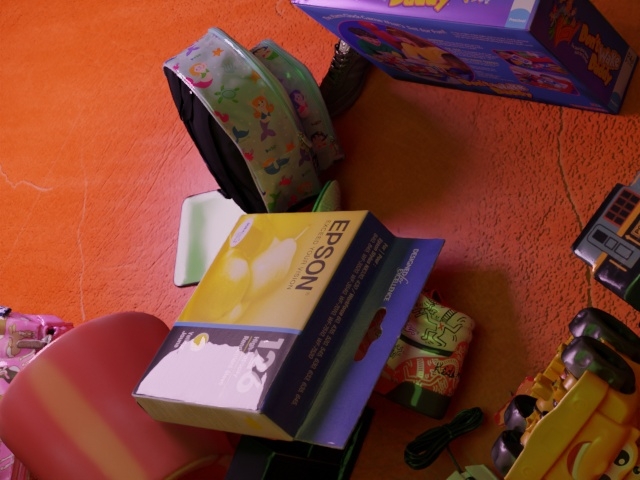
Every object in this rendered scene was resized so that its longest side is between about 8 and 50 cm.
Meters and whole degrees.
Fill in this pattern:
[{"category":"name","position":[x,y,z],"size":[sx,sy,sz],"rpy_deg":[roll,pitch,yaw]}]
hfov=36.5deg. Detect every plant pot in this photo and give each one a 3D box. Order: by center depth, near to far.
[{"category":"plant pot","position":[-0.253,0.271,1.304],"size":[0.243,0.275,0.275],"rpy_deg":[44,103,30]}]

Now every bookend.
[{"category":"bookend","position":[-0.030,0.256,1.181],"size":[0.072,0.156,0.157],"rpy_deg":[18,85,42]}]

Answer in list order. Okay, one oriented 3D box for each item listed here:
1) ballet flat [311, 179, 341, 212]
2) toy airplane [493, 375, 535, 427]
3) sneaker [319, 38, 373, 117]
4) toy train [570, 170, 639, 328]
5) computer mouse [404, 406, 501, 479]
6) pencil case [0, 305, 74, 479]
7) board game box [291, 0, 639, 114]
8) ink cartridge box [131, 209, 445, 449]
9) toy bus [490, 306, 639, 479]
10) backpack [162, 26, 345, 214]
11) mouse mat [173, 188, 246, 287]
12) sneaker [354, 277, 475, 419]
[{"category":"ballet flat","position":[0.000,0.000,1.334],"size":[0.052,0.057,0.168],"rpy_deg":[28,96,14]},{"category":"toy airplane","position":[0.251,0.208,1.056],"size":[0.151,0.028,0.151],"rpy_deg":[-15,63,33]},{"category":"sneaker","position":[0.040,-0.264,1.378],"size":[0.188,0.071,0.066],"rpy_deg":[-53,49,10]},{"category":"toy train","position":[0.402,-0.049,0.966],"size":[0.334,0.142,0.190],"rpy_deg":[-56,39,8]},{"category":"computer mouse","position":[0.174,0.278,1.060],"size":[0.106,0.042,0.193],"rpy_deg":[-21,57,-17]},{"category":"pencil case","position":[-0.502,0.304,1.551],"size":[0.160,0.167,0.386],"rpy_deg":[7,75,0]},{"category":"board game box","position":[0.168,-0.252,1.161],"size":[0.347,0.233,0.078],"rpy_deg":[19,86,41]},{"category":"ink cartridge box","position":[-0.043,0.092,1.171],"size":[0.307,0.072,0.304],"rpy_deg":[-3,45,41]},{"category":"toy bus","position":[0.287,0.190,0.908],"size":[0.211,0.220,0.149],"rpy_deg":[37,110,10]},{"category":"backpack","position":[-0.096,-0.168,1.333],"size":[0.191,0.253,0.225],"rpy_deg":[-40,47,-5]},{"category":"mouse mat","position":[-0.151,-0.011,1.482],"size":[0.189,0.007,0.153],"rpy_deg":[-9,68,35]},{"category":"sneaker","position":[0.067,0.109,1.206],"size":[0.270,0.090,0.145],"rpy_deg":[19,83,40]}]
